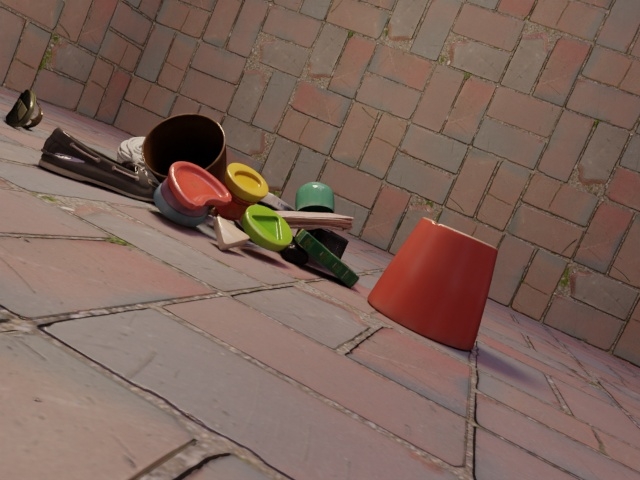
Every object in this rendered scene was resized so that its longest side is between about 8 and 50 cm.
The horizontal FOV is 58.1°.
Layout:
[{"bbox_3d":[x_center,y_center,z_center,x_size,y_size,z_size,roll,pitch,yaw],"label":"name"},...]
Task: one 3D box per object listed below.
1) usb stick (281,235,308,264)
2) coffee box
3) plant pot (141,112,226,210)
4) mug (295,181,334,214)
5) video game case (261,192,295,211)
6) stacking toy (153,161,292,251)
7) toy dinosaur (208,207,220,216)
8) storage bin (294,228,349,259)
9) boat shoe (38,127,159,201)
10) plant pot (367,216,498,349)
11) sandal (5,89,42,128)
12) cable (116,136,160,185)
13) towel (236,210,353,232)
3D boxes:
[{"bbox_3d":[-0.085,0.017,1.601,0.077,0.045,0.278,30,3,-13],"label":"usb stick"},{"bbox_3d":[0.014,0.045,1.507,0.184,0.040,0.113,41,1,-12],"label":"coffee box"},{"bbox_3d":[-0.343,-0.186,1.564,0.215,0.215,0.230,25,-26,18],"label":"plant pot"},{"bbox_3d":[-0.027,-0.130,1.916,0.129,0.097,0.157,14,-25,-34],"label":"mug"},{"bbox_3d":[-0.247,-0.162,1.963,0.329,0.036,0.300,23,-2,20],"label":"video game case"},{"bbox_3d":[-0.233,-0.050,1.377,0.309,0.130,0.279,-3,51,-52],"label":"stacking toy"},{"bbox_3d":[-0.337,-0.098,1.707,0.183,0.053,0.092,26,-14,-34],"label":"toy dinosaur"},{"bbox_3d":[0.000,0.000,1.949,0.122,0.084,0.180,21,6,-28],"label":"storage bin"},{"bbox_3d":[-0.494,-0.172,1.376,0.112,0.096,0.335,28,6,38],"label":"boat shoe"},{"bbox_3d":[0.282,0.091,1.374,0.274,0.243,0.275,23,5,-2],"label":"plant pot"},{"bbox_3d":[-0.930,-0.412,1.833,0.086,0.120,0.303,37,-3,-31],"label":"sandal"},{"bbox_3d":[-0.484,-0.240,1.750,0.257,0.089,0.257,-7,30,-39],"label":"cable"},{"bbox_3d":[-0.091,-0.057,1.705,0.316,0.053,0.332,2,4,-12],"label":"towel"}]
